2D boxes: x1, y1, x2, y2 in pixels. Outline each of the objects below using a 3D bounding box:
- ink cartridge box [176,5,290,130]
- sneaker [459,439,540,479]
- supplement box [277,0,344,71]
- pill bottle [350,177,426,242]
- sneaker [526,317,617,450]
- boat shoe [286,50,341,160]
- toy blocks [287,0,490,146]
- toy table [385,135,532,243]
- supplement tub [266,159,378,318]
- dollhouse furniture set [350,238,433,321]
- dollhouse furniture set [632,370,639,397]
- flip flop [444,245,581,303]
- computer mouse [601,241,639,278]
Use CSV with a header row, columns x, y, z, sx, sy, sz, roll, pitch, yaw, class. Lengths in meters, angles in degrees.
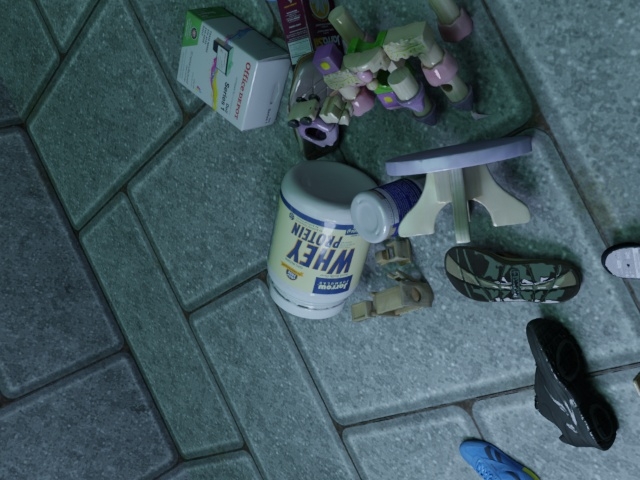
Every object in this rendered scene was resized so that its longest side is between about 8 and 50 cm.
x,y,z,sx,sy,sz,roll,pitch,yaw,class
-0.226,-0.438,1.772,0.278,0.117,0.201,40,131,25,ink cartridge box
0.399,0.532,1.600,0.209,0.082,0.069,26,126,37,sneaker
-0.023,-0.484,1.557,0.080,0.104,0.188,-1,107,44,supplement box
0.167,-0.072,1.479,0.112,0.186,0.112,30,130,44,pill bottle
0.475,0.296,1.406,0.130,0.109,0.286,-29,84,54,sneaker
-0.029,-0.310,1.569,0.324,0.123,0.117,93,154,-61,boat shoe
0.149,-0.291,1.370,0.288,0.309,0.260,-2,148,38,toy blocks
0.272,-0.099,1.346,0.274,0.252,0.161,-5,103,25,toy table
0.000,0.000,1.651,0.235,0.235,0.325,35,129,29,supplement tub
0.163,0.099,1.664,0.181,0.101,0.161,-25,65,48,dollhouse furniture set
0.692,0.301,1.162,0.262,0.135,0.259,-28,87,48,dollhouse furniture set
0.387,0.066,1.418,0.276,0.080,0.112,4,106,28,flip flop
0.612,0.034,1.205,0.242,0.041,0.071,2,118,37,computer mouse
